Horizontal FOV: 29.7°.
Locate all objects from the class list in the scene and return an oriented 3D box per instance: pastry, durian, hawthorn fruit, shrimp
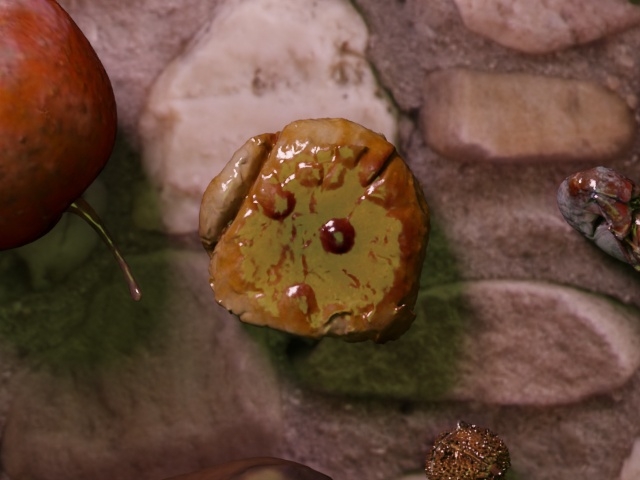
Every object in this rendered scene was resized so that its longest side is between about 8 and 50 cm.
[{"bbox_3d":[0.000,0.000,1.118,0.218,0.100,0.229,-42,94,-1],"label":"pastry"},{"bbox_3d":[0.141,0.213,1.147,0.080,0.091,0.080,-3,97,-27],"label":"durian"},{"bbox_3d":[-0.290,-0.105,1.041,0.231,0.263,0.235,-4,59,14],"label":"hawthorn fruit"},{"bbox_3d":[0.330,-0.002,1.155,0.232,0.079,0.090,27,53,-8],"label":"shrimp"}]

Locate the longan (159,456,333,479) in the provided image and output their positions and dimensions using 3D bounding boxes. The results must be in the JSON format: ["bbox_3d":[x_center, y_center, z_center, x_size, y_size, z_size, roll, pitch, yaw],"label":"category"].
[{"bbox_3d":[-0.086,0.335,1.032,0.318,0.319,0.319,0,93,-4],"label":"longan"}]
